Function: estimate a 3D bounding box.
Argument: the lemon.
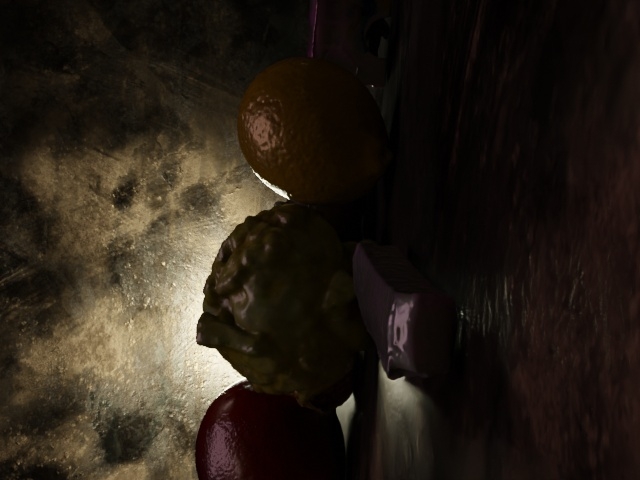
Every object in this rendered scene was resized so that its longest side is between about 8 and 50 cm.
[{"bbox_3d":[-0.009,-0.137,1.272,0.244,0.187,0.187,34,143,31],"label":"lemon"}]

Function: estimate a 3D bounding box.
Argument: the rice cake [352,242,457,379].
[{"bbox_3d":[0.068,0.055,0.898,0.365,0.056,0.073,-110,23,-84],"label":"rice cake"}]

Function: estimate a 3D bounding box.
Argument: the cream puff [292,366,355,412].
[{"bbox_3d":[0.004,0.230,1.647,0.133,0.119,0.104,58,-176,-44],"label":"cream puff"}]

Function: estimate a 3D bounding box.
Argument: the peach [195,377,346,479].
[{"bbox_3d":[-0.083,0.414,1.759,0.281,0.281,0.338,-104,16,-81],"label":"peach"}]

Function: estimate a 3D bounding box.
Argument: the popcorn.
[{"bbox_3d":[-0.041,0.080,1.274,0.195,0.255,0.256,157,105,-72],"label":"popcorn"}]

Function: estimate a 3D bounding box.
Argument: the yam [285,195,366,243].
[{"bbox_3d":[-0.001,0.000,1.457,0.131,0.131,0.280,105,174,-79],"label":"yam"}]

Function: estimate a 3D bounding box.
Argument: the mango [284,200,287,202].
[{"bbox_3d":[-0.070,0.113,2.218,0.301,0.220,0.445,-88,4,-70],"label":"mango"}]

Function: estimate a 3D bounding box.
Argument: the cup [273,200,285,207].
[{"bbox_3d":[-0.018,0.015,1.837,0.300,0.167,0.173,50,134,46],"label":"cup"}]

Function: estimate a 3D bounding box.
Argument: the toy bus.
[{"bbox_3d":[0.044,-0.344,1.319,0.090,0.112,0.274,-113,25,-68],"label":"toy bus"}]

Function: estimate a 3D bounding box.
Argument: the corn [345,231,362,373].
[{"bbox_3d":[0.026,0.066,1.547,0.086,0.086,0.288,100,170,-71],"label":"corn"}]
